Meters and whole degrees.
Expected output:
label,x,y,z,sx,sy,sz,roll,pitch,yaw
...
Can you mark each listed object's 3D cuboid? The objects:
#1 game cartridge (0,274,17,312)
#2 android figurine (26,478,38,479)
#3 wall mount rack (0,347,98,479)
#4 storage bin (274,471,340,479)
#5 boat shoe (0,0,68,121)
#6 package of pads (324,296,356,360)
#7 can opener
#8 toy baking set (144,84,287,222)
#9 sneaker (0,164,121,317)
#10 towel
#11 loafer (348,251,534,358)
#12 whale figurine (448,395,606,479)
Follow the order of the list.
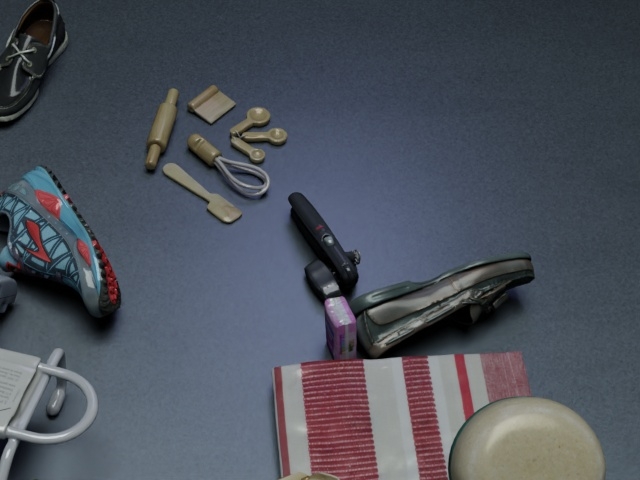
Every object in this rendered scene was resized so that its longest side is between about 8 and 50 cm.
label,x,y,z,sx,sy,sz,roll,pitch,yaw
game cartridge,-0.515,0.054,1.750,0.198,0.062,0.297,20,8,10
android figurine,-0.313,0.399,1.520,0.248,0.056,0.273,-24,75,4
wall mount rack,-0.443,0.232,1.678,0.350,0.130,0.304,13,44,6
storage bin,-0.072,0.397,1.478,0.262,0.123,0.260,-17,82,-29
boat shoe,-0.446,-0.270,2.156,0.084,0.079,0.233,16,50,6
package of pads,0.026,0.116,1.856,0.032,0.083,0.050,-14,47,-11
can opener,0.000,0.000,1.974,0.073,0.059,0.186,-14,52,-18
toy baking set,-0.156,-0.137,2.099,0.196,0.030,0.256,13,48,5
sneaker,-0.355,0.023,1.908,0.125,0.104,0.262,-32,53,-9
towel,0.110,0.247,1.782,0.329,0.037,0.237,-2,50,-6
loafer,0.166,0.088,1.905,0.267,0.096,0.084,-15,70,-16
whale figurine,0.233,0.315,1.660,0.216,0.141,0.272,-3,87,-7
